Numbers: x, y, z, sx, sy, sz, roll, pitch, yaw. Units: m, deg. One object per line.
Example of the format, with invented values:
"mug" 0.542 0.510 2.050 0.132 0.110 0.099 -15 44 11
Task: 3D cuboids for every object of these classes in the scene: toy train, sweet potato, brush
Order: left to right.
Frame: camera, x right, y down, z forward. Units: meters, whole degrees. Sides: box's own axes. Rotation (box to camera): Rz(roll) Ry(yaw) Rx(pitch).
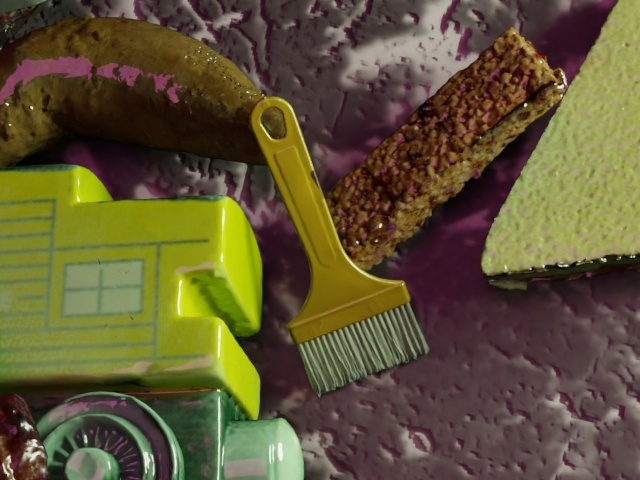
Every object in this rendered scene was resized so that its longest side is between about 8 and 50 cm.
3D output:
"toy train" -0.229 0.090 1.110 0.442 0.179 0.272 -3 69 9
"sweet potato" -0.156 -0.095 1.180 0.310 0.098 0.124 -3 69 13
"brush" 0.000 0.000 1.118 0.083 0.011 0.205 -21 109 2

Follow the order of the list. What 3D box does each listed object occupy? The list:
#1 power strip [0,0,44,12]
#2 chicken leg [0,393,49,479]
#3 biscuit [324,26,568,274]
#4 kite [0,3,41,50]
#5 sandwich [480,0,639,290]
"power strip" -0.310 -0.178 1.221 0.265 0.059 0.193 -10 66 10
"chicken leg" -0.297 0.080 0.999 0.323 0.083 0.177 12 56 14
"biscuit" 0.076 -0.058 1.147 0.199 0.034 0.064 -41 53 8
"kite" -0.240 -0.202 1.264 0.285 0.015 0.152 -38 76 0
"sandwich" 0.218 -0.083 1.145 0.245 0.063 0.212 -7 71 6
